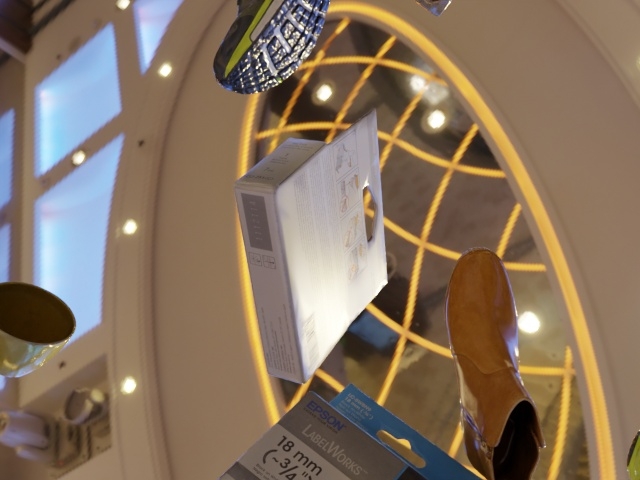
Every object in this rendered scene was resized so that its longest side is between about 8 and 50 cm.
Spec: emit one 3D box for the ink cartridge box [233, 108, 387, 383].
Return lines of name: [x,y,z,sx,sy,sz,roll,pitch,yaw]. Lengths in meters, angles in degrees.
ink cartridge box: [0.000,0.000,1.091,0.066,0.296,0.261,11,-145,28]

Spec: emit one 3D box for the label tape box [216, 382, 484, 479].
label tape box: [0.035,0.310,0.978,0.240,0.106,0.333,33,-131,22]

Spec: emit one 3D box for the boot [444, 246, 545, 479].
boot: [0.230,0.164,1.028,0.104,0.211,0.295,-1,-84,-4]

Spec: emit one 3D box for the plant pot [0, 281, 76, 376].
plant pot: [-0.429,0.137,1.141,0.095,0.134,0.134,-59,-138,22]

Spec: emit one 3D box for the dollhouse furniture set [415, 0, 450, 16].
dollhouse furniture set: [0.105,-0.265,0.733,0.144,0.151,0.123,-54,-141,15]

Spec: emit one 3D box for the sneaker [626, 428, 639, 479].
sneaker: [0.412,0.149,0.711,0.295,0.109,0.123,-36,-91,10]

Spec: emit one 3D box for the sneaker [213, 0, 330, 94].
sneaker: [-0.049,-0.294,0.867,0.121,0.111,0.300,19,-105,19]
